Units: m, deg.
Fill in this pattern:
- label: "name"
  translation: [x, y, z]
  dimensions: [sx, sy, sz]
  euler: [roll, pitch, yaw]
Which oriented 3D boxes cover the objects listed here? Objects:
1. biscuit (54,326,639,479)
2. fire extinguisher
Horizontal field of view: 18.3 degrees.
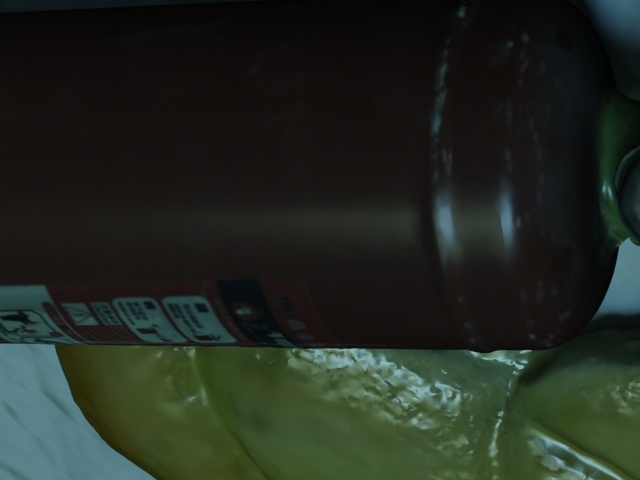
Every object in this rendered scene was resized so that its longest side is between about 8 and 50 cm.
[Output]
- label: "biscuit"
  translation: [0.055, 0.076, 0.678]
  dimensions: [0.299, 0.045, 0.154]
  euler: [6, 129, 15]
- label: "fire extinguisher"
  translation: [0.000, 0.000, 0.586]
  dimensions: [0.337, 0.106, 0.147]
  euler: [1, 114, 20]
